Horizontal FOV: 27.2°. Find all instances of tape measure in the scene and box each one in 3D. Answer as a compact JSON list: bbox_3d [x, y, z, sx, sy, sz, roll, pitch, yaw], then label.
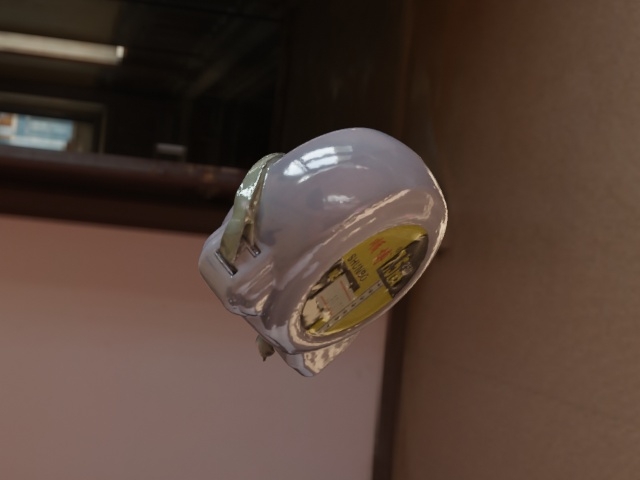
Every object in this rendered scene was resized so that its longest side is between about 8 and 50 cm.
[{"bbox_3d":[0.004,-0.001,0.963,0.105,0.178,0.196,51,174,28],"label":"tape measure"}]
